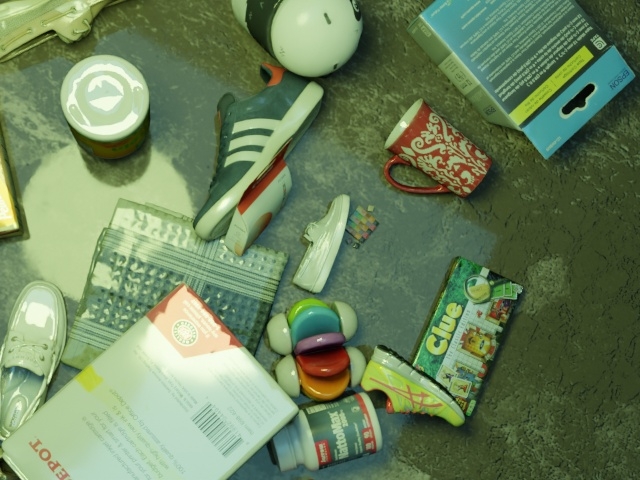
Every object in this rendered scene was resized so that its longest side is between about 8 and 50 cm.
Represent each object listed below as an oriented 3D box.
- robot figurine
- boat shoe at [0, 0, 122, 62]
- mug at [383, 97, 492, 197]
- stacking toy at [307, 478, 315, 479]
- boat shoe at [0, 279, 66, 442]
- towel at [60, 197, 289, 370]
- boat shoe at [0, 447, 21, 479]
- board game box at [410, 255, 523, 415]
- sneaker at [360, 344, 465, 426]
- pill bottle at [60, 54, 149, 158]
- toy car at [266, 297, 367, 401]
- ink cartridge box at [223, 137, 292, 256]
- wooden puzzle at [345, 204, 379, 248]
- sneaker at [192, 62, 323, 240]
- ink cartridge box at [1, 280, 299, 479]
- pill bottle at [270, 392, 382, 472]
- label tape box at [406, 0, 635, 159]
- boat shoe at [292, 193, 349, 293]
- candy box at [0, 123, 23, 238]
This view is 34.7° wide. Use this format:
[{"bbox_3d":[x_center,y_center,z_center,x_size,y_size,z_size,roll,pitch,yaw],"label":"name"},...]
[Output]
[{"bbox_3d":[-0.042,-0.398,1.762,0.209,0.278,0.173,14,116,-43],"label":"robot figurine"},{"bbox_3d":[-0.438,-0.387,1.771,0.302,0.109,0.098,-19,93,-5],"label":"boat shoe"},{"bbox_3d":[0.206,-0.152,1.860,0.169,0.150,0.113,35,44,-8],"label":"mug"},{"bbox_3d":[-0.038,0.586,1.757,0.309,0.130,0.279,-43,118,-8],"label":"stacking toy"},{"bbox_3d":[-0.484,0.202,1.705,0.098,0.096,0.277,9,83,-7],"label":"boat shoe"},{"bbox_3d":[-0.254,0.113,1.781,0.324,0.056,0.312,20,85,-9],"label":"towel"},{"bbox_3d":[-0.548,0.383,1.684,0.257,0.095,0.095,27,78,-17],"label":"boat shoe"},{"bbox_3d":[0.258,0.173,1.858,0.136,0.030,0.259,24,81,-3],"label":"board game box"},{"bbox_3d":[0.158,0.271,1.781,0.208,0.081,0.094,35,91,-8],"label":"sneaker"},{"bbox_3d":[-0.349,-0.210,1.692,0.136,0.246,0.136,1,85,-9],"label":"pill bottle"},{"bbox_3d":[-0.002,0.188,1.761,0.159,0.136,0.182,-10,86,-9],"label":"toy car"},{"bbox_3d":[-0.092,-0.072,1.731,0.045,0.179,0.145,37,55,4],"label":"ink cartridge box"},{"bbox_3d":[0.072,-0.028,1.860,0.049,0.006,0.083,41,80,-3],"label":"wooden puzzle"},{"bbox_3d":[-0.142,-0.162,1.781,0.148,0.131,0.350,33,68,4],"label":"sneaker"},{"bbox_3d":[-0.265,0.300,1.644,0.385,0.160,0.279,-41,84,-8],"label":"ink cartridge box"},{"bbox_3d":[0.007,0.335,1.763,0.180,0.108,0.108,-15,87,-10],"label":"pill bottle"},{"bbox_3d":[0.368,-0.348,1.888,0.249,0.115,0.347,-42,94,-10],"label":"label tape box"},{"bbox_3d":[0.000,0.000,1.823,0.063,0.066,0.184,20,91,-7],"label":"boat shoe"},{"bbox_3d":[-0.625,-0.147,1.723,0.183,0.087,0.316,-12,87,-10],"label":"candy box"}]
